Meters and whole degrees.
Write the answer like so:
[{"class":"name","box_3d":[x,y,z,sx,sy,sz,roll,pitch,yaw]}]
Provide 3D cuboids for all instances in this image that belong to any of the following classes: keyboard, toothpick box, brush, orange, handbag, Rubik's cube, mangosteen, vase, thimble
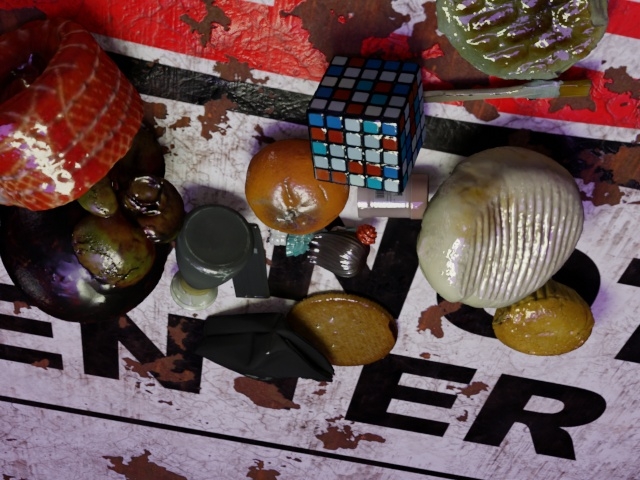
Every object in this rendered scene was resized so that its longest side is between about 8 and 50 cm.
[{"class":"keyboard","box_3d":[-0.188,0.023,2.095,0.104,0.041,0.381,2,144,6]},{"class":"toothpick box","box_3d":[0.157,-0.095,1.858,0.149,0.098,0.098,1,137,8]},{"class":"brush","box_3d":[0.344,-0.286,1.661,0.337,0.020,0.085,-1,172,13]},{"class":"orange","box_3d":[-0.049,-0.112,1.820,0.224,0.170,0.224,4,140,3]},{"class":"handbag","box_3d":[-0.139,0.308,2.293,0.342,0.152,0.288,-6,148,45]},{"class":"Rubik's cube","box_3d":[0.089,-0.223,1.644,0.184,0.182,0.187,9,138,19]},{"class":"mangosteen","box_3d":[-0.487,-0.039,1.826,0.381,0.381,0.421,19,126,-12]},{"class":"vase","box_3d":[-0.274,0.056,2.021,0.173,0.173,0.321,18,151,-11]},{"class":"thimble","box_3d":[-0.532,-0.242,1.631,0.350,0.350,0.230,-12,134,21]}]

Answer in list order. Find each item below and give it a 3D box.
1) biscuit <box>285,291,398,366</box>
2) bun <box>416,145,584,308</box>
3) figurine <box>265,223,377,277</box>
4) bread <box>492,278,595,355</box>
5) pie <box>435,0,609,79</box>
[{"class":"biscuit","box_3d":[0.054,0.235,2.282,0.306,0.038,0.305,4,136,4]},{"class":"bun","box_3d":[0.359,-0.034,1.796,0.365,0.219,0.365,-13,123,-22]},{"class":"figurine","box_3d":[0.000,0.000,1.985,0.246,0.110,0.137,16,135,3]},{"class":"bread","box_3d":[0.535,0.186,2.078,0.240,0.139,0.239,5,138,4]},{"class":"pie","box_3d":[0.359,-0.401,1.515,0.307,0.071,0.306,3,138,3]}]
